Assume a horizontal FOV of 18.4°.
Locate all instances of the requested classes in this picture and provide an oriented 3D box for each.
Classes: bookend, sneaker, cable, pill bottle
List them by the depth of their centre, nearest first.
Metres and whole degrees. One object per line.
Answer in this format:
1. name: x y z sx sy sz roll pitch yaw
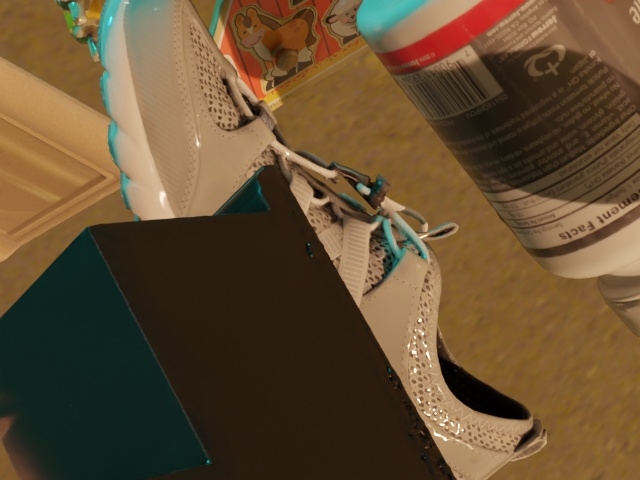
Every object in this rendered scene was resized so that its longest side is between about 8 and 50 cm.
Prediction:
1. bookend: -0.045 0.069 0.452 0.072 0.157 0.156 -43 68 34
2. sneaker: 0.000 0.000 0.859 0.115 0.105 0.281 -27 110 11
3. pill bottle: 0.184 -0.086 1.401 0.176 0.176 0.318 -28 109 33
4. cable: -0.219 -0.277 1.674 0.287 0.072 0.139 -123 26 -49

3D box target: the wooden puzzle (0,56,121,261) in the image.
1. wooden puzzle: -0.291 -0.079 1.635 0.221 0.044 0.238 29 141 -28

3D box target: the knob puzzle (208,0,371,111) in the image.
1. knob puzzle: -0.004 -0.189 1.565 0.030 0.213 0.213 53 128 34
